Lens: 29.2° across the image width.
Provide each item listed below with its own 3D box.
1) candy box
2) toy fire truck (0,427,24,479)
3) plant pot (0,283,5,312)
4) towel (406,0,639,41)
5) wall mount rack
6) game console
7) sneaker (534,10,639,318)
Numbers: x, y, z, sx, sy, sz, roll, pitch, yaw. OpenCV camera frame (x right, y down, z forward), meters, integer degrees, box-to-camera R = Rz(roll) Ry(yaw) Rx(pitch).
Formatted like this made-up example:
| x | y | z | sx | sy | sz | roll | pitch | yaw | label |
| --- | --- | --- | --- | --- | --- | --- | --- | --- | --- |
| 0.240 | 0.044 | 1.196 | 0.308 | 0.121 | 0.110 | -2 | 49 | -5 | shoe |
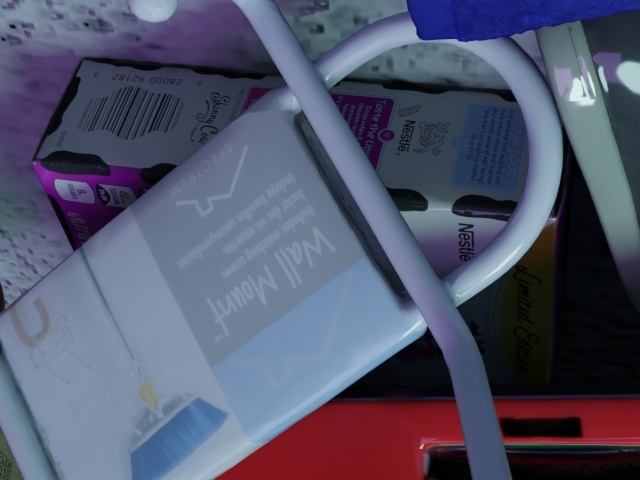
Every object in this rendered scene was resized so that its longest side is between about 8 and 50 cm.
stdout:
| x | y | z | sx | sy | sz | roll | pitch | yaw | label |
| --- | --- | --- | --- | --- | --- | --- | --- | --- | --- |
| 0.000 | 0.000 | 0.592 | 0.233 | 0.071 | 0.159 | 6 | 144 | 14 | candy box |
| -0.325 | 0.139 | 0.858 | 0.246 | 0.158 | 0.217 | 0 | 153 | 7 | toy fire truck |
| -0.353 | 0.024 | 0.619 | 0.272 | 0.272 | 0.265 | -13 | 129 | 35 | plant pot |
| 0.149 | -0.158 | 0.286 | 0.308 | 0.076 | 0.227 | -5 | 147 | 13 | towel |
| -0.055 | 0.072 | 0.445 | 0.350 | 0.304 | 0.130 | -37 | 160 | 22 | wall mount rack |
| 0.112 | 0.109 | 0.618 | 0.387 | 0.060 | 0.342 | -4 | 170 | 29 | game console |
| 0.166 | -0.033 | 0.471 | 0.118 | 0.083 | 0.222 | -15 | 145 | 19 | sneaker |
